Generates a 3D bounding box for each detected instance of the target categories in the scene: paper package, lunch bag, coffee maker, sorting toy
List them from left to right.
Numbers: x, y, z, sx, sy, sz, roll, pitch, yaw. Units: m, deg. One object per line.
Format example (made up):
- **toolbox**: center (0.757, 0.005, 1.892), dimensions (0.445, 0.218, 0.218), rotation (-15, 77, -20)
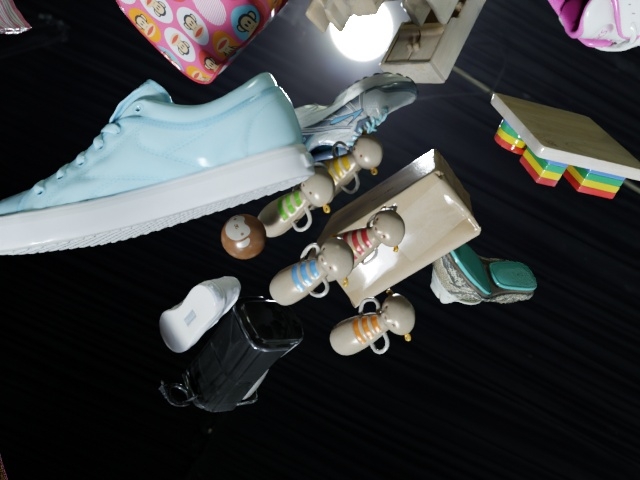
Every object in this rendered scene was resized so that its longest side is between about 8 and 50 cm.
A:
- **lunch bag**: center (-0.210, -0.400, 0.888), dimensions (0.293, 0.258, 0.120), rotation (-11, 42, 57)
- **coffee maker**: center (-0.133, 0.187, 0.902), dimensions (0.178, 0.120, 0.171), rotation (-54, -15, 30)
- **paper package**: center (0.177, -0.040, 1.299), dimensions (0.324, 0.168, 0.309), rotation (-34, 9, 19)
- **sorting toy**: center (0.510, -0.200, 1.221), dimensions (0.255, 0.257, 0.089), rotation (-102, 26, -52)

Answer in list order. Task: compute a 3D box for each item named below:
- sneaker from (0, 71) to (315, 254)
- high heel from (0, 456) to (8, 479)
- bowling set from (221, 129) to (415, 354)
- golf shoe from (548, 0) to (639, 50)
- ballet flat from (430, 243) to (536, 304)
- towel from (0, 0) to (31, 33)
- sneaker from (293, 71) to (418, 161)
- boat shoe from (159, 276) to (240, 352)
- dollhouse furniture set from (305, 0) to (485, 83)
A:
- **sneaker**: center (-0.198, -0.087, 0.619), dimensions (0.135, 0.365, 0.150), rotation (153, 100, -82)
- **high heel**: center (-0.352, 0.284, 0.628), dimensions (0.082, 0.117, 0.244), rotation (39, -145, -72)
- **bowling set**: center (0.000, 0.000, 0.685), dimensions (0.154, 0.199, 0.287), rotation (-31, 67, 37)
- **golf shoe**: center (0.298, -0.215, 0.518), dimensions (0.140, 0.306, 0.115), rotation (-59, 5, -3)
- **ballet flat**: center (0.420, 0.114, 1.570), dimensions (0.182, 0.482, 0.164), rotation (-36, 56, 34)
- **towel**: center (-0.713, -0.530, 1.249), dimensions (0.029, 0.144, 0.197), rotation (-21, 22, -1)
- **sneaker**: center (0.057, -0.204, 1.051), dimensions (0.283, 0.122, 0.110), rotation (-24, -21, 4)
- **boat shoe**: center (-0.172, 0.101, 0.806), dimensions (0.063, 0.066, 0.184), rotation (-22, -19, -45)
- **dollhouse furniture set**: center (0.170, -0.563, 1.217), dimensions (0.362, 0.394, 0.257), rotation (17, 76, 46)
